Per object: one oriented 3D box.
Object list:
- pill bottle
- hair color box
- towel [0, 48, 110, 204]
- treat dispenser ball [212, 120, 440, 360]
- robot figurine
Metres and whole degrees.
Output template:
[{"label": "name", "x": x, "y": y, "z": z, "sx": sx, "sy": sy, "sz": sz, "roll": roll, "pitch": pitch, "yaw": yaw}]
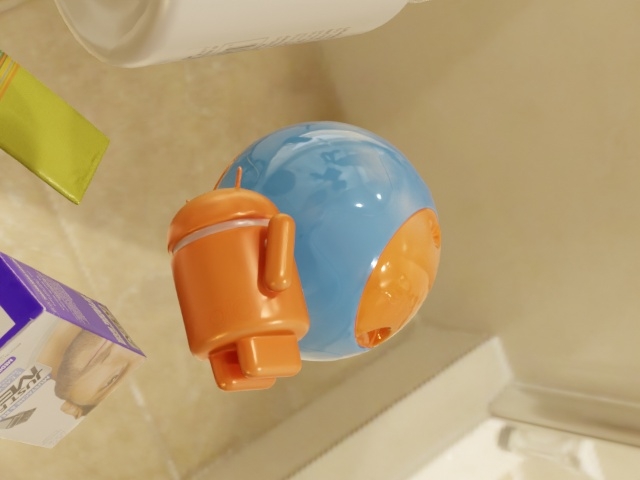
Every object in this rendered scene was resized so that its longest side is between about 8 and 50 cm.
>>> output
[{"label": "pill bottle", "x": -0.016, "y": -0.166, "z": 0.658, "sx": 0.229, "sy": 0.131, "sz": 0.131, "roll": -15, "pitch": 100, "yaw": -37}, {"label": "hair color box", "x": -0.361, "y": 0.144, "z": 1.576, "sx": 0.185, "sy": 0.339, "sz": 0.110, "roll": -43, "pitch": 73, "yaw": 0}, {"label": "towel", "x": -0.355, "y": -0.146, "z": 1.503, "sx": 0.237, "sy": 0.021, "sz": 0.102, "roll": 40, "pitch": 59, "yaw": -32}, {"label": "treat dispenser ball", "x": 0.000, "y": 0.000, "z": 1.542, "sx": 0.288, "sy": 0.288, "sz": 0.288, "roll": -2, "pitch": 93, "yaw": -34}, {"label": "robot figurine", "x": -0.084, "y": 0.040, "z": 1.306, "sx": 0.128, "sy": 0.158, "sz": 0.219, "roll": -13, "pitch": 72, "yaw": -7}]
